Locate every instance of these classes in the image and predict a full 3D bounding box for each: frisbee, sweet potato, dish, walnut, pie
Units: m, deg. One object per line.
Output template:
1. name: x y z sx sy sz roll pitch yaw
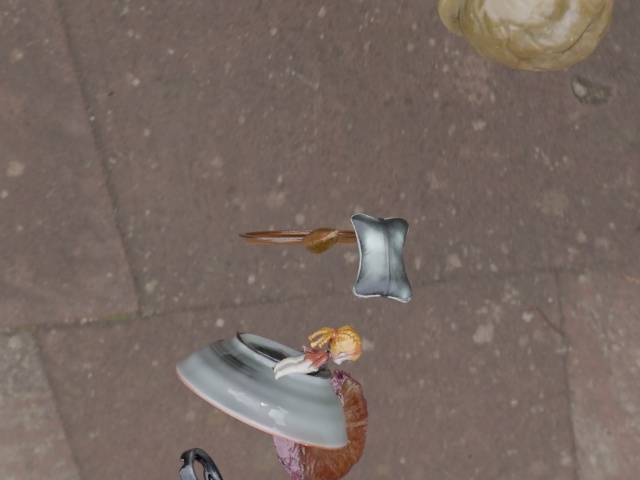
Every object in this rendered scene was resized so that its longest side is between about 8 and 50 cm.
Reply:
1. frisbee: -0.029 -0.006 1.914 0.250 0.251 0.021 1 93 6
2. sweet potato: 0.000 0.000 1.358 0.034 0.034 0.095 44 155 -14
3. dish: -0.064 0.188 1.394 0.260 0.260 0.085 25 94 -5
4. walnut: 0.326 -0.416 1.630 0.285 0.285 0.296 -16 80 14
5. pie: 0.006 0.322 1.750 0.054 0.218 0.204 0 105 41

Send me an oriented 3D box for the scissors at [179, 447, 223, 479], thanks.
1. scissors: -0.076 0.319 1.011 0.022 0.109 0.300 -16 131 8

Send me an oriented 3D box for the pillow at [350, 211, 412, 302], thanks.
1. pillow: 0.091 0.024 1.513 0.091 0.136 0.055 20 150 -40

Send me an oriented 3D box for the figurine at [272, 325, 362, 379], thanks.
1. figurine: -0.005 0.132 1.179 0.109 0.064 0.047 -21 113 -1
